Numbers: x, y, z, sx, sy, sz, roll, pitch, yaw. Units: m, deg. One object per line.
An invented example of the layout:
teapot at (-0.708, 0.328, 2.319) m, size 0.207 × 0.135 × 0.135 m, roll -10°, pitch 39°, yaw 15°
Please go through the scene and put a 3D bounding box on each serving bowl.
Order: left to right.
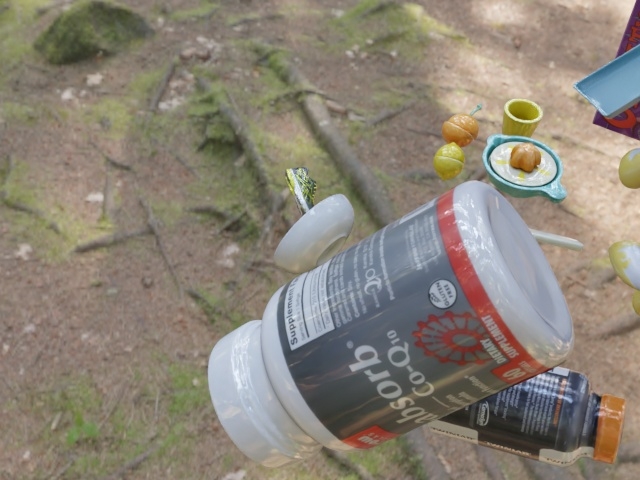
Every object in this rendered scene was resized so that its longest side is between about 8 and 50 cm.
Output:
serving bowl at (0.000, 0.000, 0.697) m, size 0.027 × 0.083 × 0.083 m, roll 45°, pitch 49°, yaw 17°

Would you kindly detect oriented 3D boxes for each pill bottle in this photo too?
pill bottle at (0.068, 0.106, 0.903) m, size 0.210 × 0.363 × 0.210 m, roll 43°, pitch 29°, yaw -31°
pill bottle at (0.277, 0.226, 1.108) m, size 0.246 × 0.130 × 0.130 m, roll 11°, pitch 39°, yaw 21°

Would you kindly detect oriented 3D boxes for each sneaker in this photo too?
sneaker at (-0.018, -0.063, 1.081) m, size 0.035 × 0.031 × 0.083 m, roll -21°, pitch 74°, yaw -11°

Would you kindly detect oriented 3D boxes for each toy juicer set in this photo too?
toy juicer set at (0.300, -0.122, 1.372) m, size 0.209 × 0.089 × 0.329 m, roll -1°, pitch 48°, yaw -6°

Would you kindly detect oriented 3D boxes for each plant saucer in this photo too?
plant saucer at (0.369, -0.195, 0.875) m, size 0.192 × 0.018 × 0.067 m, roll -32°, pitch 44°, yaw 6°

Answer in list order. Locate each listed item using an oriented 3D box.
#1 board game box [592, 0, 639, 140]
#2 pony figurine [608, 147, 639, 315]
board game box at (0.495, -0.235, 1.069) m, size 0.208 × 0.347 × 0.056 m, roll 28°, pitch 66°, yaw 19°
pony figurine at (0.415, -0.069, 0.721) m, size 0.303 × 0.351 × 0.363 m, roll 26°, pitch -4°, yaw -9°
